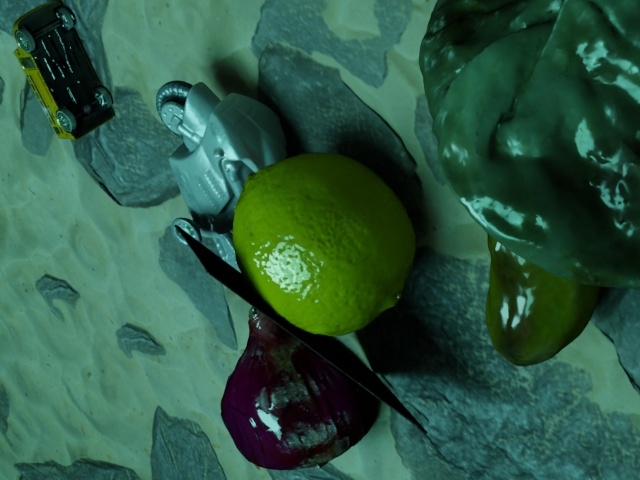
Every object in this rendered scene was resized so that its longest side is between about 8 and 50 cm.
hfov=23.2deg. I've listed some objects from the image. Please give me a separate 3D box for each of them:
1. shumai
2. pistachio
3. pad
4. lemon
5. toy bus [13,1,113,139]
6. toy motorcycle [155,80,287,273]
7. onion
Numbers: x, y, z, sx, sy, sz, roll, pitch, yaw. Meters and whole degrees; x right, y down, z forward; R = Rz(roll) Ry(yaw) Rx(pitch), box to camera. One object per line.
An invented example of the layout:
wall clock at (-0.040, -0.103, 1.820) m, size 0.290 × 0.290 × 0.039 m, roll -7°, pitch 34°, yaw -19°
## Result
shumai at (0.235, -0.149, 1.060) m, size 0.309 × 0.304 × 0.263 m, roll 43°, pitch 135°, yaw 14°
pistachio at (0.203, 0.025, 1.421) m, size 0.110 × 0.100 × 0.189 m, roll 7°, pitch 119°, yaw 22°
pad at (-0.025, 0.092, 1.656) m, size 0.299 × 0.005 × 0.202 m, roll 38°, pitch -178°, yaw -21°
lemon at (0.000, 0.000, 1.578) m, size 0.203 × 0.178 × 0.178 m, roll 41°, pitch 145°, yaw 12°
toy bus at (-0.321, -0.206, 1.900) m, size 0.074 × 0.069 × 0.162 m, roll 2°, pitch 122°, yaw 54°
toy motorcycle at (-0.082, -0.062, 1.701) m, size 0.171 × 0.110 × 0.260 m, roll 3°, pitch 127°, yaw 37°
onion at (-0.047, 0.167, 1.841) m, size 0.195 × 0.140 × 0.218 m, roll -2°, pitch 114°, yaw 60°
